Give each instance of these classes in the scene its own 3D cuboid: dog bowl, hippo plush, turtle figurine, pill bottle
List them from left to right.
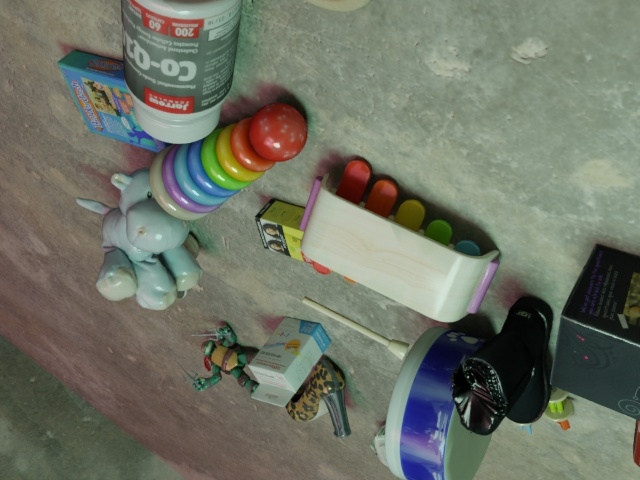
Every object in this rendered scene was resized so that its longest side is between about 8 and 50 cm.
[{"bbox_3d":[-0.321,-0.034,1.528,0.236,0.234,0.294,-52,47,41],"label":"hippo plush"},{"bbox_3d":[-0.199,-0.276,1.092,0.161,0.161,0.283,32,147,9],"label":"pill bottle"},{"bbox_3d":[-0.230,0.289,1.877,0.234,0.118,0.175,19,102,25],"label":"turtle figurine"},{"bbox_3d":[0.213,0.284,1.292,0.104,0.265,0.265,12,140,31],"label":"dog bowl"}]

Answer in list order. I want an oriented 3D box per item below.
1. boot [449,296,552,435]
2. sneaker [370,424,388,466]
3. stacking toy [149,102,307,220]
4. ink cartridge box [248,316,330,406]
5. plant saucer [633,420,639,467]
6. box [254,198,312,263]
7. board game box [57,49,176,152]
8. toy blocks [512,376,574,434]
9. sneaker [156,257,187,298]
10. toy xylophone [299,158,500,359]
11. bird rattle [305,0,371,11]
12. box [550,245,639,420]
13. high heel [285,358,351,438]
[{"bbox_3d":[0.274,0.230,1.173,0.094,0.207,0.246,20,129,33],"label":"boot"},{"bbox_3d":[0.168,0.448,1.715,0.095,0.090,0.235,39,147,16],"label":"sneaker"},{"bbox_3d":[-0.142,-0.140,1.256,0.330,0.141,0.141,-21,116,46],"label":"stacking toy"},{"bbox_3d":[-0.074,0.251,1.606,0.104,0.181,0.061,5,135,40],"label":"ink cartridge box"},{"bbox_3d":[0.557,0.352,1.111,0.258,0.048,0.259,40,170,32],"label":"plant saucer"},{"bbox_3d":[0.000,0.000,1.337,0.232,0.058,0.087,17,141,28],"label":"box"},{"bbox_3d":[-0.360,-0.248,1.388,0.210,0.047,0.160,19,143,27],"label":"board game box"},{"bbox_3d":[0.382,0.295,1.337,0.123,0.054,0.148,11,139,37],"label":"toy blocks"},{"bbox_3d":[-0.375,0.086,1.803,0.061,0.065,0.158,2,133,43],"label":"sneaker"},{"bbox_3d":[0.096,0.036,1.189,0.322,0.081,0.236,33,118,9],"label":"toy xylophone"},{"bbox_3d":[-0.028,-0.336,0.893,0.207,0.143,0.253,38,155,-32],"label":"bird rattle"},{"bbox_3d":[0.456,0.145,0.996,0.270,0.143,0.165,20,143,27],"label":"box"},{"bbox_3d":[-0.024,0.334,1.789,0.261,0.093,0.186,11,118,54],"label":"high heel"}]
